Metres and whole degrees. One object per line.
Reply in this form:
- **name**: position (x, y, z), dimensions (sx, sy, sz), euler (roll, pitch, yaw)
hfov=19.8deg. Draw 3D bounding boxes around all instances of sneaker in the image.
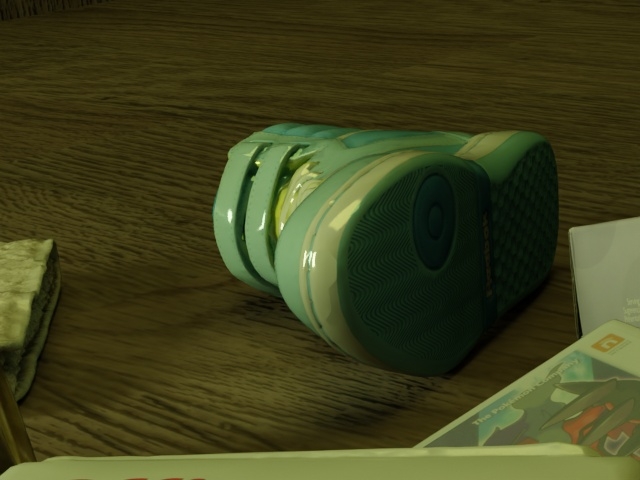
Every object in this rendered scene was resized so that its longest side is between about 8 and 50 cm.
- **sneaker**: position (0.000, 0.000, 1.063), dimensions (0.208, 0.127, 0.319), euler (3, 7, 24)

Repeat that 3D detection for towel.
- **towel**: position (-0.260, 0.052, 1.107), dimensions (0.187, 0.049, 0.282), euler (-6, 14, -2)

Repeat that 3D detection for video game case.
- **video game case**: position (0.091, 0.105, 0.695), dimensions (0.201, 0.023, 0.183), euler (-31, 22, -18)

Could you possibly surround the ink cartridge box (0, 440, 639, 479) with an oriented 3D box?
- **ink cartridge box**: position (-0.027, 0.158, 0.449), dimensions (0.211, 0.121, 0.289), euler (-2, 15, 15)

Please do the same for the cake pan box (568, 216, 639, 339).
- **cake pan box**: position (0.291, 0.003, 0.892), dimensions (0.267, 0.070, 0.246), euler (-7, -2, -33)

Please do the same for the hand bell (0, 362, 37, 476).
- **hand bell**: position (-0.255, 0.114, 0.816), dimensions (0.242, 0.126, 0.126), euler (-21, 16, -7)
